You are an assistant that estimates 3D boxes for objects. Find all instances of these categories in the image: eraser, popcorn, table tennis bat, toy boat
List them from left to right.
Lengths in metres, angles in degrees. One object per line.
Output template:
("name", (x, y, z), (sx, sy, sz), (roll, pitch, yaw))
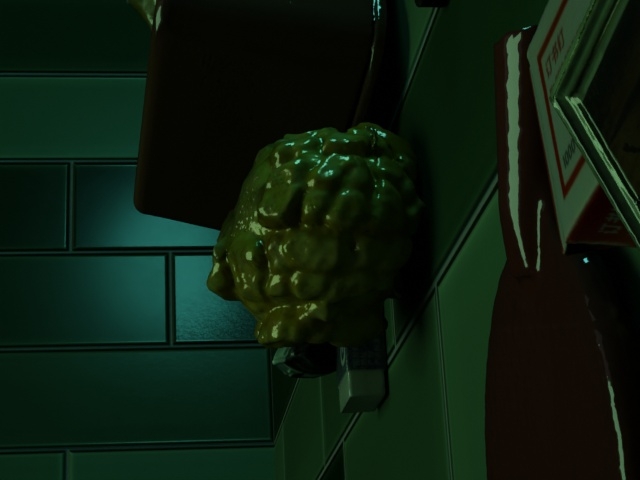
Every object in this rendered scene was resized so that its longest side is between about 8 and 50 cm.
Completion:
("toy boat", (-0.008, 0.130, 1.585), (0.066, 0.140, 0.059), (-16, 86, 39))
("popcorn", (0.000, 0.000, 1.310), (0.250, 0.190, 0.250), (-64, -1, -2))
("eraser", (0.041, 0.082, 1.535), (0.092, 0.046, 0.213), (108, 160, -70))
("table tennis bat", (0.133, 0.086, 0.774), (0.268, 0.051, 0.415), (144, 124, -81))

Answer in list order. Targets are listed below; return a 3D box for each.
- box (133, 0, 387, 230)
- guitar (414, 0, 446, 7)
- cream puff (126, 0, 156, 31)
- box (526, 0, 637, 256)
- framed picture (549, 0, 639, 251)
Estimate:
("box", (-0.070, -0.181, 1.497), (0.339, 0.229, 0.239), (105, 173, -46))
("guitar", (0.085, -0.272, 1.232), (0.233, 0.025, 0.088), (-106, 16, -69))
("cream puff", (-0.083, -0.376, 1.792), (0.378, 0.275, 0.378), (28, 125, 49))
("box", (0.148, -0.094, 0.613), (0.229, 0.050, 0.123), (104, 164, -64))
("framed picture", (0.153, -0.047, 0.468), (0.252, 0.014, 0.197), (102, 146, -61))
